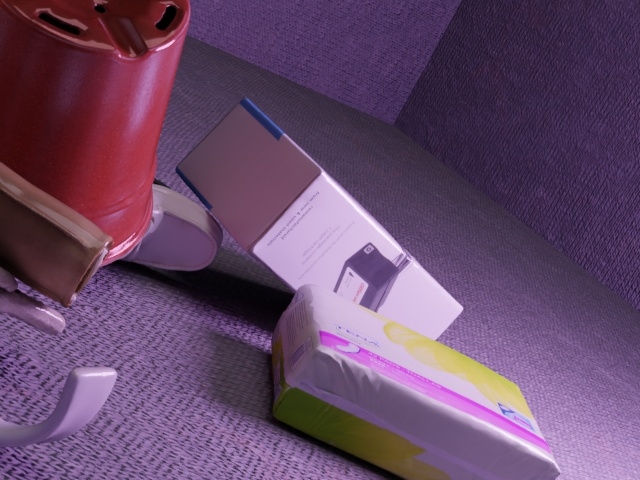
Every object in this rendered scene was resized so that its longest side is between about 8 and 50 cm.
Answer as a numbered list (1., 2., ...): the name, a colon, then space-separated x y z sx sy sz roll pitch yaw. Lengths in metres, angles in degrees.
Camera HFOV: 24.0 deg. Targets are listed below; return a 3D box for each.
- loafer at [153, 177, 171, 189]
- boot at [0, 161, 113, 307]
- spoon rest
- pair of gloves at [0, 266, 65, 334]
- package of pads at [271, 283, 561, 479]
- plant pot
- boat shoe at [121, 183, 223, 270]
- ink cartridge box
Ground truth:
1. loafer: -0.250 -0.049 1.751 0.267 0.096 0.084 19 21 -48
2. boot: -0.310 -0.035 1.277 0.269 0.089 0.236 34 -11 -4
3. spoon rest: -0.289 0.090 1.149 0.276 0.084 0.137 20 6 26
4. pair of gloves: -0.346 0.005 1.248 0.240 0.042 0.204 24 -14 27
5. package of pads: 0.092 0.168 1.594 0.296 0.101 0.229 27 12 -10
6. plant pot: -0.260 -0.154 1.497 0.272 0.265 0.272 15 42 -14
7. boat shoe: -0.232 -0.017 1.662 0.277 0.098 0.096 19 21 -24
8. ink cartridge box: 0.000 0.000 1.808 0.307 0.129 0.223 43 1 -39
